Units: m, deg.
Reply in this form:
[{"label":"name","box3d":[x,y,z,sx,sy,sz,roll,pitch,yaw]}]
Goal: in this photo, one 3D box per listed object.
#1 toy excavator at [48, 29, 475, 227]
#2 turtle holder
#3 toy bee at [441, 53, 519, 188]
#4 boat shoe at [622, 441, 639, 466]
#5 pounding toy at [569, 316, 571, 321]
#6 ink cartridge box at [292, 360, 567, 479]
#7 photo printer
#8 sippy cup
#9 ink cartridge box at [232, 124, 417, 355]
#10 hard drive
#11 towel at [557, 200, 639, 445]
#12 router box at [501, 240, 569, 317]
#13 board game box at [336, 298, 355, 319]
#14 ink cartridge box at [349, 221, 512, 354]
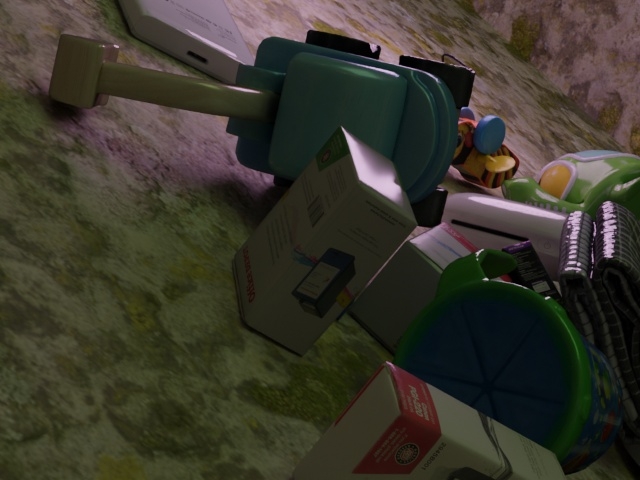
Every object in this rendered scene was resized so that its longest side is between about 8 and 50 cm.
[{"label":"toy excavator","box3d":[-0.060,-0.172,1.791,0.433,0.222,0.445,16,7,21]},{"label":"turtle holder","box3d":[0.480,-0.043,2.558,0.320,0.243,0.227,-24,38,-24]},{"label":"toy bee","box3d":[0.241,-0.174,2.535,0.298,0.162,0.195,44,-15,-24]},{"label":"boat shoe","box3d":[0.550,0.250,2.082,0.136,0.156,0.367,42,20,9]},{"label":"pounding toy","box3d":[0.318,0.112,2.066,0.130,0.100,0.141,49,22,28]},{"label":"ink cartridge box","box3d":[0.108,0.238,1.344,0.218,0.158,0.092,29,20,-24]},{"label":"photo printer","box3d":[0.345,0.002,2.221,0.256,0.107,0.307,16,4,38]},{"label":"sippy cup","box3d":[0.230,0.177,1.602,0.240,0.305,0.224,16,-2,34]},{"label":"ink cartridge box","box3d":[0.000,0.000,1.599,0.093,0.212,0.154,33,19,-23]},{"label":"hard drive","box3d":[-0.236,-0.383,2.261,0.233,0.047,0.353,24,25,-34]},{"label":"towel","box3d":[0.422,0.109,1.938,0.235,0.121,0.284,-68,136,-66]},{"label":"router box","box3d":[0.283,0.109,1.906,0.046,0.179,0.133,-14,49,-11]},{"label":"board game box","box3d":[0.002,0.019,1.818,0.136,0.035,0.201,39,20,1]},{"label":"ink cartridge box","box3d":[0.144,0.072,1.811,0.127,0.128,0.176,42,19,10]}]
